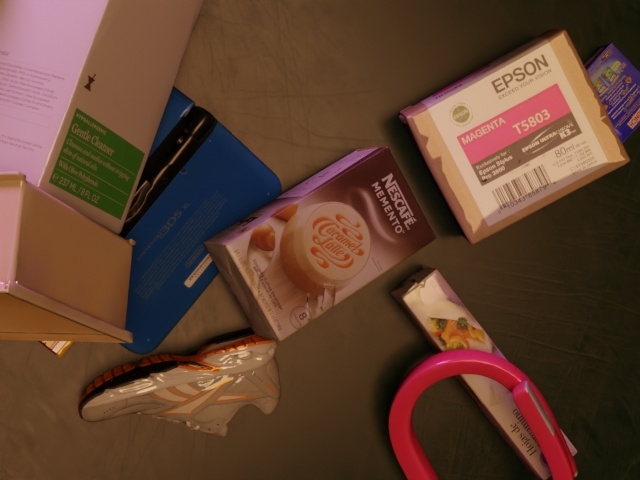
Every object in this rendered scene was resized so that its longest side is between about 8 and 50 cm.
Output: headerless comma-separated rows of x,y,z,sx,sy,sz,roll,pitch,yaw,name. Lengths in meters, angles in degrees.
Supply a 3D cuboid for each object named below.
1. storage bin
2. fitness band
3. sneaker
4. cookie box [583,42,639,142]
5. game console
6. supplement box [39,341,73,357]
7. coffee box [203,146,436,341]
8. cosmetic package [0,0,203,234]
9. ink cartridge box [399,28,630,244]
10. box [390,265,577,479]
-0.370,0.026,1.207,0.260,0.262,0.123,-1,75,17,storage bin
0.211,0.278,1.472,0.209,0.054,0.291,-24,103,20,fitness band
-0.170,0.203,1.418,0.262,0.099,0.121,-14,101,-8,sneaker
0.393,-0.196,1.523,0.107,0.040,0.092,44,86,-9,cookie box
-0.242,-0.050,1.421,0.293,0.173,0.250,-50,131,-3,game console
-0.339,0.099,1.403,0.083,0.043,0.055,42,86,-11,supplement box
0.000,0.000,1.409,0.246,0.098,0.141,-33,102,-18,coffee box
-0.269,-0.216,1.278,0.155,0.197,0.366,17,84,21,cosmetic package
0.249,-0.134,1.457,0.234,0.088,0.193,-29,99,4,ink cartridge box
0.218,0.176,1.502,0.063,0.067,0.324,-39,100,-5,box
